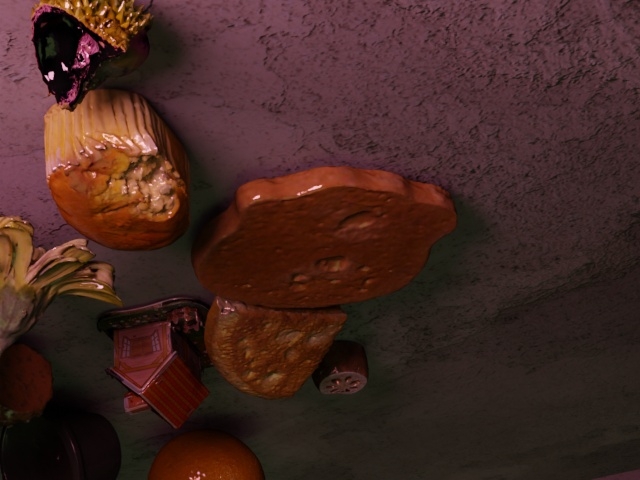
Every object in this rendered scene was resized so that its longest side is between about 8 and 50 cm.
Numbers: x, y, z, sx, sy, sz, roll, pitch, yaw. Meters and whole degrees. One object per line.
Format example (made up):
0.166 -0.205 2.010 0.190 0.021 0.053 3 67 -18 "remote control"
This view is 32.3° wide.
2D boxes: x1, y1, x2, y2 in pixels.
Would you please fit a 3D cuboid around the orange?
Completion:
-0.256 0.551 2.469 0.274 0.274 0.274 -7 151 -4 "orange"

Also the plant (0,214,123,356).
-0.446 0.065 1.548 0.306 0.261 0.297 12 116 -42 "plant"

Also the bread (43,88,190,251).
-0.263 -0.080 1.457 0.179 0.133 0.250 -6 151 3 "bread"

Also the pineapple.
-0.606 0.275 2.018 0.158 0.157 0.279 16 155 -38 "pineapple"

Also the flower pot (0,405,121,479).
-0.517 0.444 2.260 0.166 0.269 0.269 -11 162 -49 "flower pot"

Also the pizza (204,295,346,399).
-0.119 0.190 1.973 0.268 0.087 0.257 6 131 -36 "pizza"

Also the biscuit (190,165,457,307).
0.000 -0.002 1.739 0.385 0.062 0.365 5 146 -23 "biscuit"

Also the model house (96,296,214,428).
-0.265 0.237 2.007 0.207 0.154 0.294 -12 151 8 "model house"

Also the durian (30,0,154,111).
-0.252 -0.235 1.243 0.108 0.119 0.187 -36 -177 -35 "durian"

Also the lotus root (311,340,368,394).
0.036 0.252 2.205 0.122 0.081 0.112 3 142 -21 "lotus root"
